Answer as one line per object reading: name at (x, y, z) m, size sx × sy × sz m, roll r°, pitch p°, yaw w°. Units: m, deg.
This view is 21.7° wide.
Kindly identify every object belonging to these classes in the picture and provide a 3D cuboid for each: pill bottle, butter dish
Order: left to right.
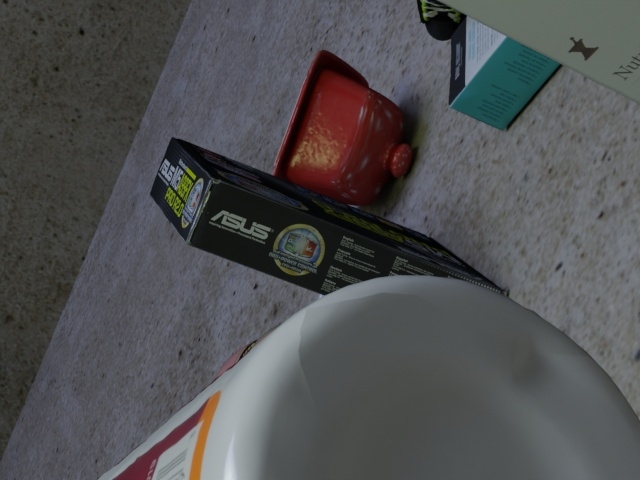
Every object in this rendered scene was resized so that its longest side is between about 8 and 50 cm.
pill bottle at (-0.020, 0.188, 0.850) m, size 0.392 × 0.224 × 0.224 m, roll -42°, pitch 31°, yaw 55°
butter dish at (0.038, -0.096, 1.712) m, size 0.160 × 0.118 × 0.160 m, roll 25°, pitch -96°, yaw -66°

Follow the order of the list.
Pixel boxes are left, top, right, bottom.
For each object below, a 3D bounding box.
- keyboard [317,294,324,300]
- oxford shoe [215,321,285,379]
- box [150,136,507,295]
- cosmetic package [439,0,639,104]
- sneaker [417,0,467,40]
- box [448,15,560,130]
keyboard at (-0.022, 0.162, 1.731) m, size 0.072 × 0.014 × 0.256 m, roll -26°, pitch 44°, yaw 65°
oxford shoe at (-0.039, 0.220, 1.516) m, size 0.146 × 0.140 × 0.397 m, roll -44°, pitch 31°, yaw 38°
box at (0.000, 0.000, 1.434) m, size 0.060 × 0.270 × 0.216 m, roll -67°, pitch 17°, yaw 6°
cosmetic package at (0.159, -0.249, 1.064) m, size 0.217 × 0.385 × 0.156 m, roll -50°, pitch 25°, yaw 46°
sneaker at (0.131, -0.233, 1.595) m, size 0.235 × 0.084 × 0.097 m, roll -40°, pitch -35°, yaw -67°
box at (0.198, -0.213, 1.446) m, size 0.244 × 0.060 × 0.100 m, roll -51°, pitch 23°, yaw 42°
